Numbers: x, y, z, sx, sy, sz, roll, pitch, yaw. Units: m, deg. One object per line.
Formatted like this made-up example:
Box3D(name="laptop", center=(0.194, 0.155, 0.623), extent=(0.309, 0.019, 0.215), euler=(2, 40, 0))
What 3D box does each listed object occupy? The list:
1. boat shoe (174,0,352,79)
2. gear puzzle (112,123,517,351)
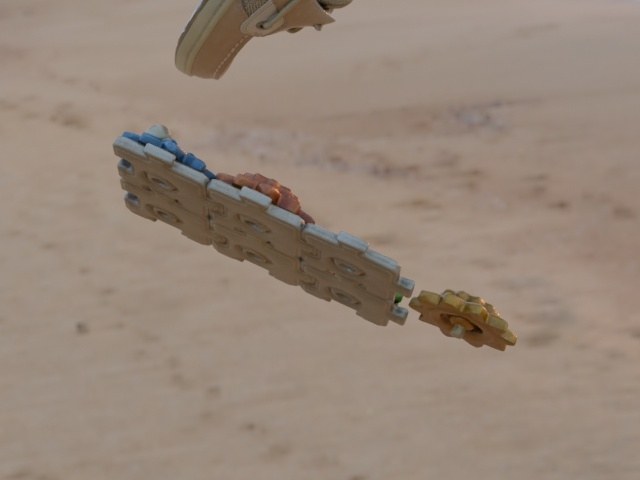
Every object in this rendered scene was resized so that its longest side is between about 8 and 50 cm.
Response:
Box3D(name="boat shoe", center=(-0.024, -0.222, 1.620), extent=(0.341, 0.110, 0.121), euler=(-46, 16, 55))
Box3D(name="gear puzzle", center=(0.000, 0.000, 1.487), extent=(0.339, 0.044, 0.175), euler=(24, -17, 7))
